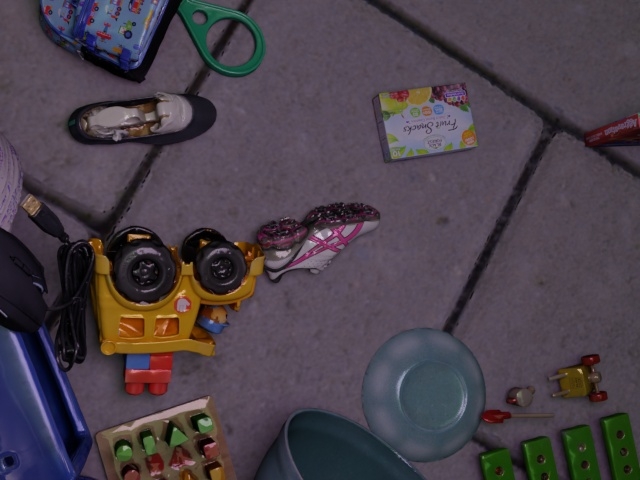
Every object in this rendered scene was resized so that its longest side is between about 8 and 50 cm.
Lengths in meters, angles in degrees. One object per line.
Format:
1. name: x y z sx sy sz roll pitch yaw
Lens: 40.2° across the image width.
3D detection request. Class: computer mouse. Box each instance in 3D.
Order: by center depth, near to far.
1. computer mouse: -0.320 0.010 0.926 0.060 0.262 0.184 -21 52 21

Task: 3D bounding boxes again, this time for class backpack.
1. backpack: -0.288 -0.313 1.154 0.173 0.117 0.158 25 89 -2

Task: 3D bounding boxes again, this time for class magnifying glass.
1. magnifying glass: -0.179 -0.320 1.239 0.231 0.026 0.092 37 77 -10

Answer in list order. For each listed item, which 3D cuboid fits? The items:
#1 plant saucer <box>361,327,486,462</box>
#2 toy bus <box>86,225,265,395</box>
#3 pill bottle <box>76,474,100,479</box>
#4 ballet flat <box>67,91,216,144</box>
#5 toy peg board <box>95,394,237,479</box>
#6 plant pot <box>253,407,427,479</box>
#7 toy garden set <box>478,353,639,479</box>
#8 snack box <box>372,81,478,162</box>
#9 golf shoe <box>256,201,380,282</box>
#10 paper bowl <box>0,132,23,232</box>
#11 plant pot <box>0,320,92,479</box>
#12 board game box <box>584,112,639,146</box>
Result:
1. plant saucer: 0.157 0.223 1.261 0.194 0.037 0.195 2 84 -15
2. toy bus: -0.190 0.093 1.138 0.220 0.149 0.212 0 97 -17
3. pill bottle: -0.290 0.353 1.006 0.152 0.272 0.153 2 84 -14
4. ballet flat: -0.236 -0.164 1.182 0.203 0.074 0.074 -8 86 -16
5. toy peg board: -0.192 0.305 1.138 0.161 0.079 0.161 -16 88 -15
6. plant pot: 0.016 0.384 1.102 0.293 0.293 0.196 37 104 -8
7. toy garden set: 0.340 0.290 1.299 0.244 0.049 0.204 -11 89 -15
8. snack box: 0.156 -0.175 1.303 0.141 0.037 0.100 -11 88 -16
9. golf shoe: 0.000 0.000 1.237 0.186 0.067 0.086 -17 117 -18
10. paper bowl: -0.479 -0.031 1.022 0.284 0.148 0.284 -11 53 15
11. plant pot: -0.413 0.192 1.017 0.212 0.236 0.236 -21 90 -10
12. board game box: 0.572 -0.173 1.357 0.281 0.145 0.027 -3 84 -15
